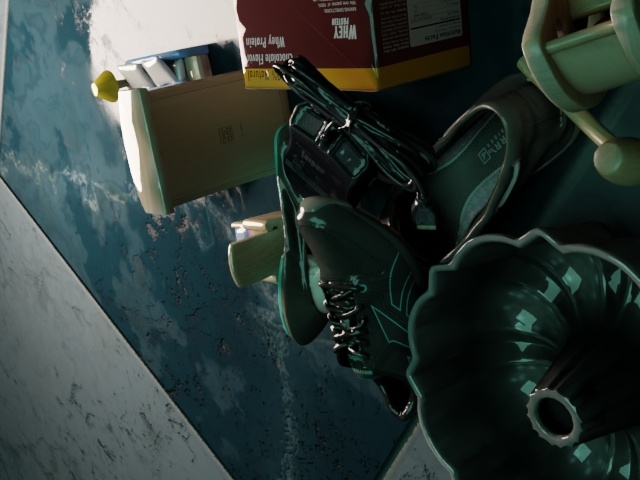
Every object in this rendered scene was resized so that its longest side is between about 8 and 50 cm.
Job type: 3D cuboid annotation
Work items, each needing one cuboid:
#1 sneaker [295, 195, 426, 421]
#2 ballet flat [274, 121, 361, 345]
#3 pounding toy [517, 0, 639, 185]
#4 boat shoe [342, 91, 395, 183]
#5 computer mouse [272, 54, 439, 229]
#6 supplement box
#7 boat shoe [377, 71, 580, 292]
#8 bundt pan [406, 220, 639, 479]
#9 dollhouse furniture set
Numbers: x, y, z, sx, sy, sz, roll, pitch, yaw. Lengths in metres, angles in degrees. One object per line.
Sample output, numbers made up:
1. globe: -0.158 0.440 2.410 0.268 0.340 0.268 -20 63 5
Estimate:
1. sneaker: 0.054 0.069 0.873 0.101 0.106 0.267 6 141 52
2. ballet flat: 0.000 0.000 1.025 0.096 0.095 0.281 10 115 33
3. pounding toy: 0.176 -0.167 0.651 0.154 0.154 0.270 -13 88 40
4. boat shoe: 0.046 -0.121 0.946 0.137 0.049 0.043 50 135 17
5. computer mouse: 0.045 -0.069 0.844 0.184 0.060 0.262 40 165 14
6. supplement box: 0.021 -0.248 0.849 0.191 0.129 0.194 11 115 46
7. boat shoe: 0.115 -0.036 0.868 0.112 0.095 0.335 54 139 16
8. bundt pan: 0.236 0.130 0.785 0.330 0.124 0.331 23 124 40
9. dollhouse furniture set: -0.196 -0.086 1.123 0.303 0.198 0.287 6 112 48
